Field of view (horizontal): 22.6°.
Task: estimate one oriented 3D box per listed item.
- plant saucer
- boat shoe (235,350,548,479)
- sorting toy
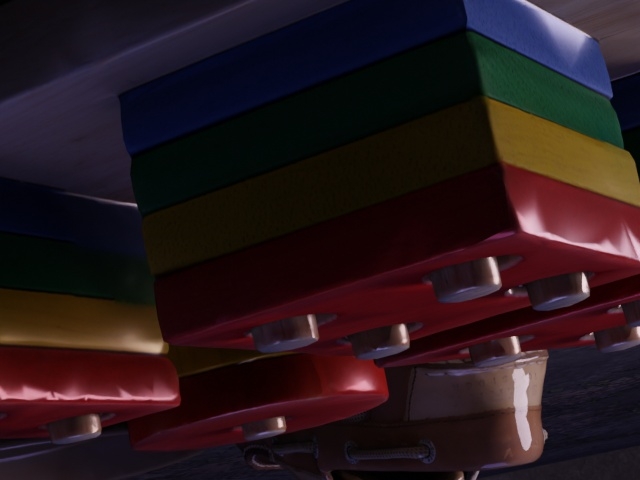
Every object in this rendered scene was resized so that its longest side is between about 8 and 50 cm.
[{"bbox_3d":[-0.198,0.127,0.950,0.278,0.041,0.278,-10,167,-2],"label":"plant saucer"},{"bbox_3d":[0.022,0.096,0.832,0.123,0.116,0.324,-7,166,-18],"label":"boat shoe"},{"bbox_3d":[0.000,0.000,0.463,0.257,0.089,0.255,-18,166,27],"label":"sorting toy"}]
